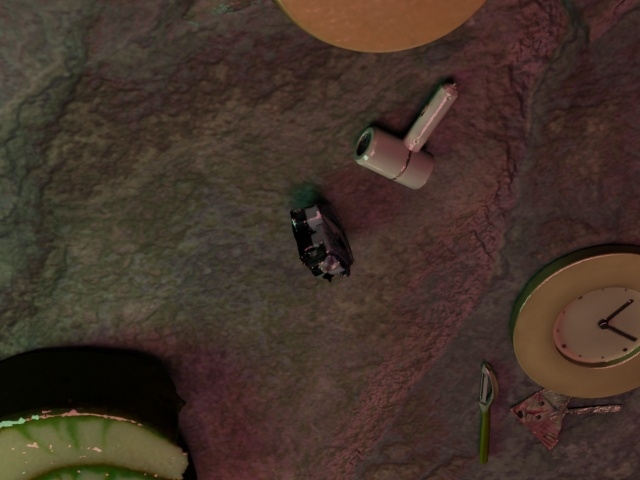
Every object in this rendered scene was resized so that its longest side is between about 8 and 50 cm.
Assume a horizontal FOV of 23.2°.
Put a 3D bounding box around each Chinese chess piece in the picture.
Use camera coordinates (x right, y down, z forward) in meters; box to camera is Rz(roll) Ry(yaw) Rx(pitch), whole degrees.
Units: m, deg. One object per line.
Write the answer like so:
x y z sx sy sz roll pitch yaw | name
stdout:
0.058 -0.312 1.534 0.273 0.102 0.273 -3 128 -4 | Chinese chess piece

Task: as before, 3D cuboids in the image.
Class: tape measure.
0.000 0.000 1.791 0.054 0.091 0.094 -23 160 14 | tape measure

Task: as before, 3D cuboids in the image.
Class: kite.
0.324 0.229 2.068 0.153 0.005 0.137 5 127 -10 | kite

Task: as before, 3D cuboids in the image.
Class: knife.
0.219 0.228 2.046 0.026 0.022 0.184 14 132 17 | knife

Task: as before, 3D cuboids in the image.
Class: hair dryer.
0.106 -0.126 1.732 0.082 0.047 0.137 25 117 -23 | hair dryer

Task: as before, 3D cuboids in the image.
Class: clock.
0.353 0.102 1.953 0.235 0.029 0.235 -3 127 -5 | clock

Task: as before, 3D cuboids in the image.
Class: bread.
-0.304 0.302 1.986 0.366 0.129 0.382 35 117 -26 | bread
